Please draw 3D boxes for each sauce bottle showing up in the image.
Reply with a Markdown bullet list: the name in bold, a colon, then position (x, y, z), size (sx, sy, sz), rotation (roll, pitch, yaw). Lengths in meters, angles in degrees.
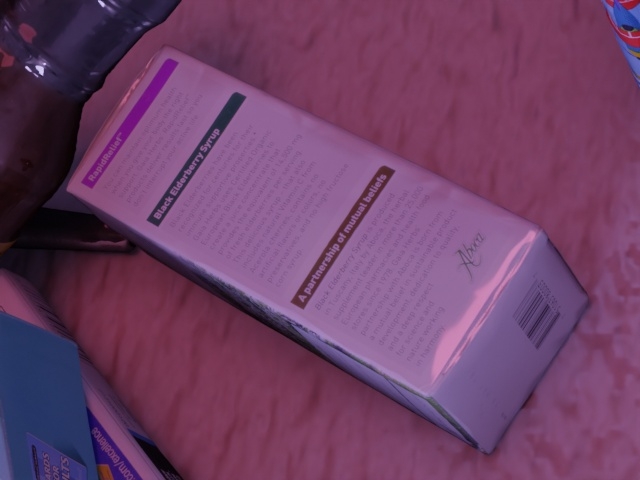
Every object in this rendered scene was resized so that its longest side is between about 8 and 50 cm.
- **sauce bottle**: position (-0.204, -0.027, 0.874), size (0.344, 0.111, 0.111), rotation (-45, 57, 12)

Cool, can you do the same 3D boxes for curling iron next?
- **curling iron**: position (-0.223, -0.026, 0.960), size (0.274, 0.035, 0.068), rotation (11, 72, 27)

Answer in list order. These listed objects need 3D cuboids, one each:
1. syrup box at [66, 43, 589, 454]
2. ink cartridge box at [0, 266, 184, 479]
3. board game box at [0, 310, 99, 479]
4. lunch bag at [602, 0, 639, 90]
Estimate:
- **syrup box**: position (0.000, 0.000, 0.818), size (0.237, 0.093, 0.096), rotation (29, 81, 31)
- **ink cartridge box**: position (-0.174, 0.154, 0.846), size (0.208, 0.045, 0.206), rotation (-46, 57, 5)
- **board game box**: position (-0.206, 0.233, 0.761), size (0.253, 0.079, 0.336), rotation (-25, 62, 19)
- **lunch bag**: position (0.175, -0.234, 0.776), size (0.138, 0.221, 0.293), rotation (-14, 62, 17)
